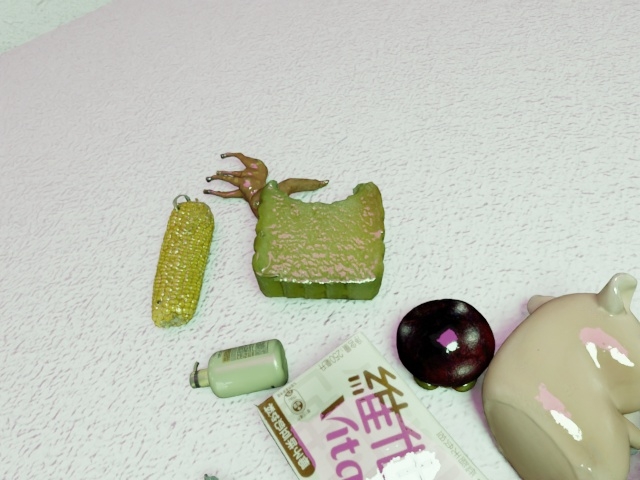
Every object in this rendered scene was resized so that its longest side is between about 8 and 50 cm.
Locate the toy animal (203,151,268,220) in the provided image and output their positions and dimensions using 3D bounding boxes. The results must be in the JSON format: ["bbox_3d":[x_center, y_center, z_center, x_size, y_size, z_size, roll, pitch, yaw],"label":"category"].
[{"bbox_3d":[-0.159,-0.097,0.975,0.230,0.066,0.224,16,57,11],"label":"toy animal"}]

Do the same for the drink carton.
[{"bbox_3d":[0.079,0.308,0.591,0.194,0.132,0.324,-34,57,-14],"label":"drink carton"}]

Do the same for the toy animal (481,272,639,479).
[{"bbox_3d":[0.347,0.198,0.586,0.256,0.195,0.213,-38,84,-22],"label":"toy animal"}]

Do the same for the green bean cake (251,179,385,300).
[{"bbox_3d":[0.000,0.000,0.817,0.236,0.124,0.233,2,57,2],"label":"green bean cake"}]

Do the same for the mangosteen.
[{"bbox_3d":[0.194,0.167,0.678,0.152,0.152,0.152,-5,53,7],"label":"mangosteen"}]

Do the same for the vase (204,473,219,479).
[{"bbox_3d":[-0.158,0.411,0.593,0.081,0.081,0.148,14,60,20],"label":"vase"}]

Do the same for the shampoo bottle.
[{"bbox_3d":[-0.139,0.218,0.727,0.162,0.079,0.079,-13,53,1],"label":"shampoo bottle"}]

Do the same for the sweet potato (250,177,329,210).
[{"bbox_3d":[-0.069,-0.108,0.942,0.050,0.050,0.214,36,42,30],"label":"sweet potato"}]

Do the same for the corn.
[{"bbox_3d":[-0.273,0.038,0.874,0.106,0.106,0.293,-7,54,6],"label":"corn"}]
